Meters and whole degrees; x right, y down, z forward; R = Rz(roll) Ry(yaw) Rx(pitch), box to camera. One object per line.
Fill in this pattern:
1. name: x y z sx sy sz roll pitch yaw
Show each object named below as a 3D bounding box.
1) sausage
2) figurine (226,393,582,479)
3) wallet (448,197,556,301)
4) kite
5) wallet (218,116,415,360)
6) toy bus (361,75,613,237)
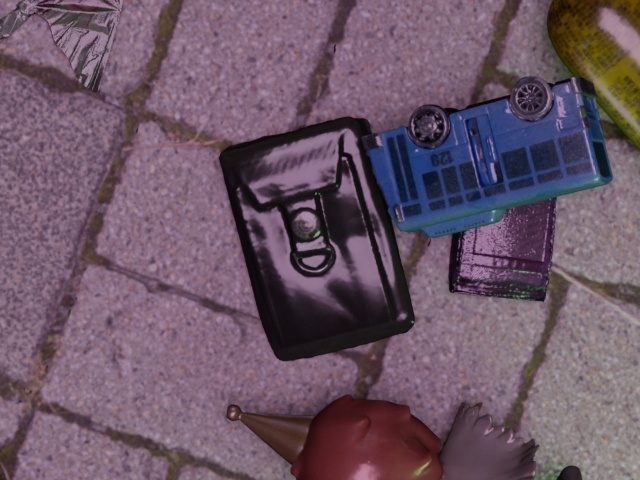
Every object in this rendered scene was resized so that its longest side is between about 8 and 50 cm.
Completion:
1. sausage: 0.364 -0.159 1.698 0.123 0.123 0.347 -43 96 -2
2. figurine: 0.084 0.255 1.689 0.387 0.166 0.207 11 58 -4
3. wallet: 0.201 -0.019 1.737 0.111 0.030 0.165 5 92 -5
4. kite: -0.302 -0.249 1.686 0.250 0.012 0.229 -35 92 -2
5. wallet: 0.000 0.000 1.714 0.169 0.052 0.245 -15 97 -1
6. toy bus: 0.173 -0.085 1.650 0.234 0.116 0.133 -14 88 19
